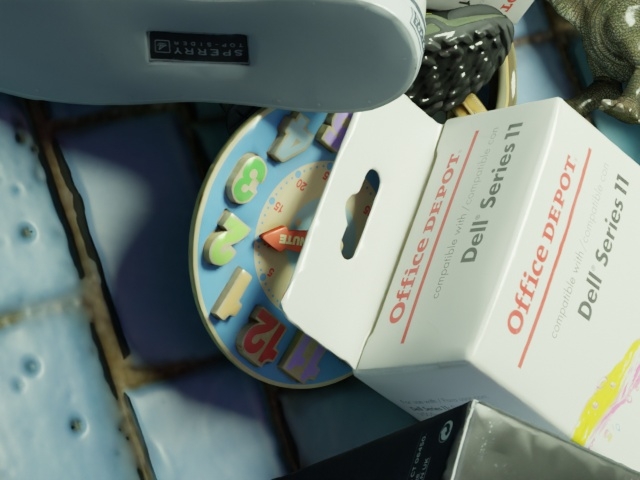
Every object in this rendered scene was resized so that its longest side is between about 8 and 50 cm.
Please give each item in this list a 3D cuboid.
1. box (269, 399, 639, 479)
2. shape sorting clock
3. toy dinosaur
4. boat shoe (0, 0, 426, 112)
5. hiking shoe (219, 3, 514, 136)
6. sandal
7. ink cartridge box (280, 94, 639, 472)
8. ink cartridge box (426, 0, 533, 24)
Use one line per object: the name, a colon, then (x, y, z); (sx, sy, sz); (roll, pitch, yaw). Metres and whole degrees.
box: (0.125, 0.253, 1.229); (0.296, 0.294, 0.183); (25, 64, -18)
shape sorting clock: (0.000, 0.000, 1.337); (0.206, 0.040, 0.206); (-10, 109, -33)
toy dinosaur: (0.275, -0.138, 1.509); (0.313, 0.121, 0.160); (28, 79, -12)
boat shoe: (-0.109, -0.185, 1.308); (0.367, 0.136, 0.156); (4, 43, 5)
hiking shoe: (0.025, -0.142, 1.394); (0.227, 0.086, 0.114); (-15, 55, -20)
sandal: (0.113, -0.078, 1.451); (0.049, 0.072, 0.180); (10, 75, 0)
ink cartridge box: (0.158, 0.047, 1.348); (0.353, 0.119, 0.207); (35, 63, -32)
ink cartridge box: (0.087, -0.240, 1.418); (0.190, 0.140, 0.082); (8, 50, -27)
